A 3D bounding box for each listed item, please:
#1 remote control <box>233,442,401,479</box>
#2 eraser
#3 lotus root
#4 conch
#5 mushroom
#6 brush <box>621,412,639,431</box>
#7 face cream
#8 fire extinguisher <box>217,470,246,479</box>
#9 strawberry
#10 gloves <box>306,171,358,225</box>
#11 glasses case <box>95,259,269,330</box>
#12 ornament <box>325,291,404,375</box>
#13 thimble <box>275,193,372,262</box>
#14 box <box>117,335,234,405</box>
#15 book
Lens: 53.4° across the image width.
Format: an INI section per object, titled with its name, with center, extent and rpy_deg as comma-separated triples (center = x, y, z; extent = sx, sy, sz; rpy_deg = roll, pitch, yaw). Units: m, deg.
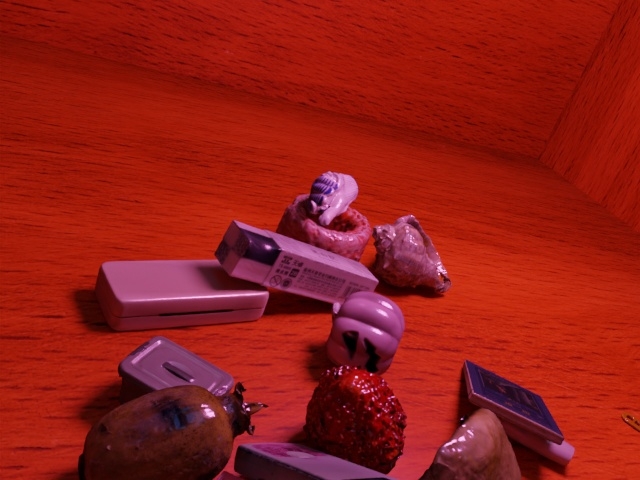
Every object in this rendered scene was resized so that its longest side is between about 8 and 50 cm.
[remote control]
center = 0.028, 0.348, 0.901
extent = 0.145, 0.050, 0.344
rpy_deg = 17, -12, -42
[eraser]
center = -0.044, 0.065, 1.439
extent = 0.404, 0.098, 0.096
rpy_deg = 20, 18, -42
[lotus root]
center = -0.199, 0.280, 0.900
extent = 0.278, 0.154, 0.154
rpy_deg = -18, 39, -16
[conch]
center = 0.226, 0.049, 1.728
extent = 0.291, 0.159, 0.210
rpy_deg = 50, 17, -31
[mushroom]
center = 0.235, 0.398, 0.978
extent = 0.292, 0.217, 0.212
rpy_deg = -3, 39, -41
[brush]
center = 0.821, 0.488, 1.466
extent = 0.272, 0.013, 0.103
rpy_deg = 37, 30, 31
[face cream]
center = 0.427, 0.396, 1.309
extent = 0.182, 0.051, 0.072
rpy_deg = 28, 19, 17
[fire extinguisher]
center = -0.031, 0.413, 0.881
extent = 0.269, 0.105, 0.105
rpy_deg = 23, 26, 4
[strawberry]
center = 0.059, 0.296, 1.083
extent = 0.184, 0.201, 0.187
rpy_deg = 12, 40, 25
[gloves]
center = 0.024, -0.109, 1.585
extent = 0.097, 0.119, 0.229
rpy_deg = -16, 7, 22
[glasses case]
center = -0.281, 0.107, 1.321
extent = 0.336, 0.076, 0.144
rpy_deg = 1, 32, -35
[ornament]
center = 0.085, 0.192, 1.320
extent = 0.177, 0.177, 0.177
rpy_deg = 17, 26, -8
[thimble]
center = 0.000, 0.000, 1.646
extent = 0.239, 0.162, 0.239
rpy_deg = 17, 29, -10
[box]
center = -0.245, 0.250, 1.052
extent = 0.172, 0.093, 0.124
rpy_deg = 27, 26, 12
[book]
center = 0.396, 0.333, 1.344
extent = 0.191, 0.025, 0.269
rpy_deg = 25, 7, 8
